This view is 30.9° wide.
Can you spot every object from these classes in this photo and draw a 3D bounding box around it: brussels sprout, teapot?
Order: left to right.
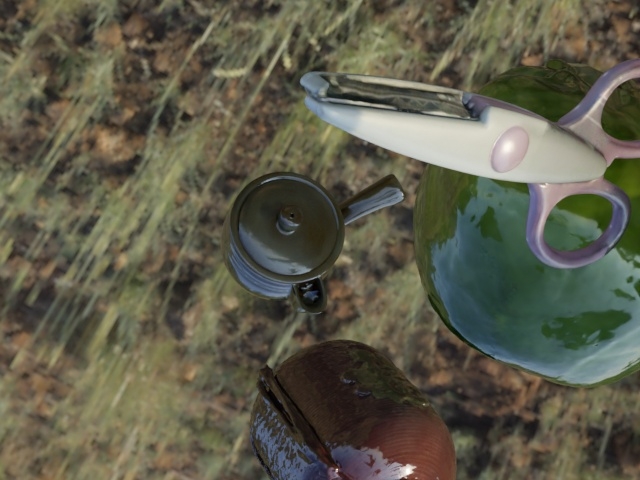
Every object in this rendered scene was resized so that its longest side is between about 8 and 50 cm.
[{"bbox_3d":[0.000,0.000,0.665,0.085,0.110,0.080,65,161,11],"label":"teapot"},{"bbox_3d":[0.175,-0.023,0.814,0.219,0.271,0.210,16,128,-9],"label":"brussels sprout"}]

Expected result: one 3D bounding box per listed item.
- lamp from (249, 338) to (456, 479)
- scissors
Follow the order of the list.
[{"bbox_3d":[0.023,0.195,1.126,0.180,0.180,0.258,51,177,-39],"label":"lamp"},{"bbox_3d":[0.062,-0.033,0.390,0.176,0.085,0.022,7,-156,-41],"label":"scissors"}]
